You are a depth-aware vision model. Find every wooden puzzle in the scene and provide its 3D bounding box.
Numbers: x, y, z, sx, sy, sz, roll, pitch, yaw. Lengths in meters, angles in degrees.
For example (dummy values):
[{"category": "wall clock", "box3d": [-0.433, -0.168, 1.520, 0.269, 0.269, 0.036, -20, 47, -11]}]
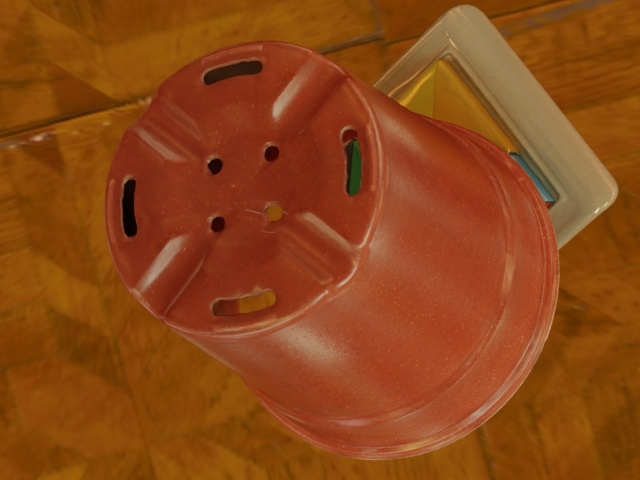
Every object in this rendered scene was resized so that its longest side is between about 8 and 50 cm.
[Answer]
[{"category": "wooden puzzle", "box3d": [0.097, -0.046, 1.434, 0.239, 0.044, 0.221, -42, 69, 19]}]

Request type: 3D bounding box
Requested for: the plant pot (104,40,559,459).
[{"category": "plant pot", "box3d": [0.000, 0.000, 1.196, 0.272, 0.265, 0.272, -7, 72, 22]}]
